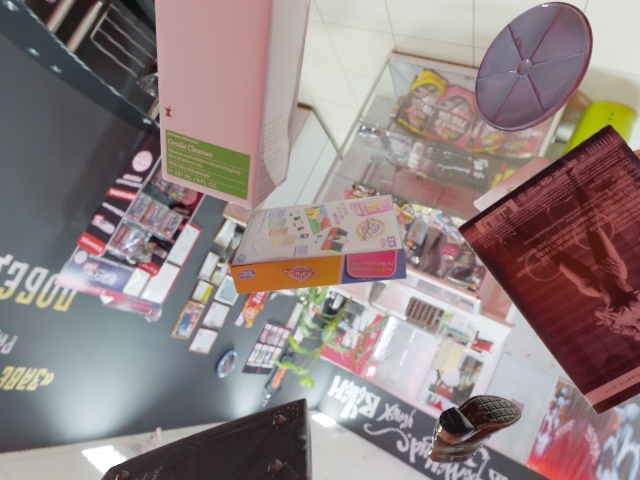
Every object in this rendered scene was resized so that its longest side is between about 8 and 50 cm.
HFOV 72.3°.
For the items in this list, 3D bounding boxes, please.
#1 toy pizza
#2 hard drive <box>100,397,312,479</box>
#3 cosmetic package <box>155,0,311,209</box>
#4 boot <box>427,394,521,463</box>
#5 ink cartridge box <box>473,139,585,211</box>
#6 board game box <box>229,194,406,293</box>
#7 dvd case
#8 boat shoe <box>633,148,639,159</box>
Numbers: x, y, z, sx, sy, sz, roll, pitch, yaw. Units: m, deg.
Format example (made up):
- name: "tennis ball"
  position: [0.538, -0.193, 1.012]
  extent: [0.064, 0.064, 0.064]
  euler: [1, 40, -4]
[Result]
- name: "toy pizza"
  position: [0.335, -0.271, 0.701]
  extent: [0.032, 0.201, 0.201]
  euler: [8, -178, -30]
- name: "hard drive"
  position: [-0.126, 0.260, 0.458]
  extent: [0.172, 0.255, 0.054]
  euler: [-114, 4, -83]
- name: "cosmetic package"
  position: [-0.147, -0.264, 0.731]
  extent: [0.197, 0.155, 0.365]
  euler: [18, 125, 13]
- name: "boot"
  position: [0.311, 0.387, 0.900]
  extent: [0.219, 0.106, 0.082]
  euler: [0, -148, -27]
- name: "ink cartridge box"
  position: [0.516, -0.053, 0.874]
  extent: [0.354, 0.119, 0.207]
  euler: [34, 151, -4]
- name: "board game box"
  position: [0.000, 0.000, 0.887]
  extent: [0.317, 0.064, 0.242]
  euler: [-6, -151, 6]
- name: "dvd case"
  position: [0.265, 0.029, 0.413]
  extent: [0.221, 0.165, 0.018]
  euler: [55, -165, 7]
- name: "boat shoe"
  position: [0.423, -0.076, 0.664]
  extent: [0.048, 0.153, 0.056]
  euler: [59, -164, 20]
